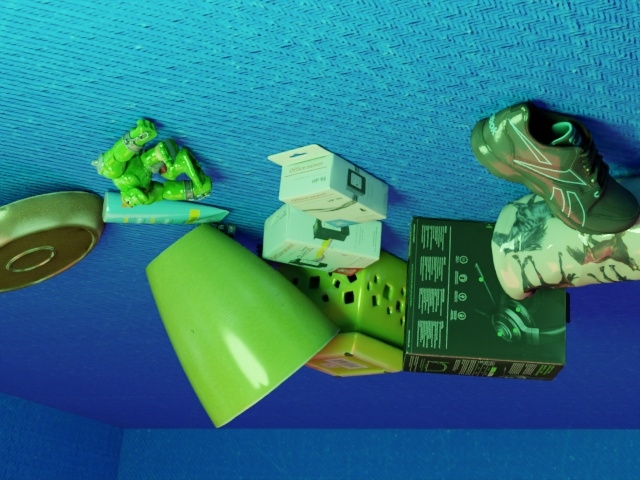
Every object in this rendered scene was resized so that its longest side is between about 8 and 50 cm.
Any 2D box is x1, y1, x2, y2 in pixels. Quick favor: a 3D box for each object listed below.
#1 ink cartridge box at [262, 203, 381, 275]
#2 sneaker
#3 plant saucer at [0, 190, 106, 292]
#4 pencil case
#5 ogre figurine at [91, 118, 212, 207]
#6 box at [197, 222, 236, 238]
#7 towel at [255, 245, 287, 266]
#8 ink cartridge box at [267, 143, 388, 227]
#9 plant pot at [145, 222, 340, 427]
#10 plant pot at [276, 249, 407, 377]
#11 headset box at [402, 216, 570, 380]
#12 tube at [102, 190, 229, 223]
[{"bbox_3d":[0.000,0.000,1.799,0.175,0.072,0.127,11,160,-20],"label":"ink cartridge box"},{"bbox_3d":[0.330,-0.094,1.369,0.267,0.101,0.106,27,141,-17],"label":"sneaker"},{"bbox_3d":[-0.506,0.016,1.783,0.311,0.050,0.310,-25,165,-7],"label":"plant saucer"},{"bbox_3d":[0.454,-0.010,1.533,0.410,0.159,0.183,-11,145,37],"label":"pencil case"},{"bbox_3d":[-0.253,-0.105,1.543,0.118,0.096,0.197,-21,169,16],"label":"ogre figurine"},{"bbox_3d":[-0.195,-0.012,1.893,0.067,0.018,0.083,10,160,-12],"label":"box"},{"bbox_3d":[-0.062,0.023,1.947,0.119,0.029,0.067,-13,154,39],"label":"towel"},{"bbox_3d":[0.010,-0.080,1.585,0.104,0.060,0.180,-11,155,39],"label":"ink cartridge box"},{"bbox_3d":[-0.164,0.125,1.799,0.293,0.275,0.275,51,154,1],"label":"plant pot"},{"bbox_3d":[0.056,0.146,2.004,0.227,0.207,0.228,-10,155,37],"label":"plant pot"},{"bbox_3d":[0.287,0.101,1.762,0.283,0.246,0.131,3,160,3],"label":"headset box"},{"bbox_3d":[-0.266,-0.050,1.770,0.207,0.052,0.080,4,173,-18],"label":"tube"}]
